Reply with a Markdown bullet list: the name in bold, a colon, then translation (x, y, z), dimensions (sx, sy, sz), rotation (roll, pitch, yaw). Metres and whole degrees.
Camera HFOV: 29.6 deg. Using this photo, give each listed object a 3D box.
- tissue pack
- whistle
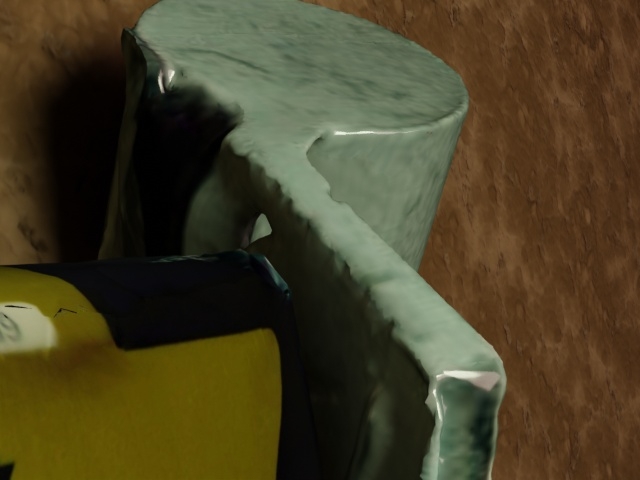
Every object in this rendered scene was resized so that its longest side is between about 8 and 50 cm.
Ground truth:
- **tissue pack**: translation (-0.185, 0.143, 0.374), dimensions (0.416, 0.253, 0.264), rotation (-1, 83, -60)
- **whistle**: translation (-0.027, 0.002, 0.621), dimensions (0.404, 0.188, 0.168), rotation (-92, -165, -62)
